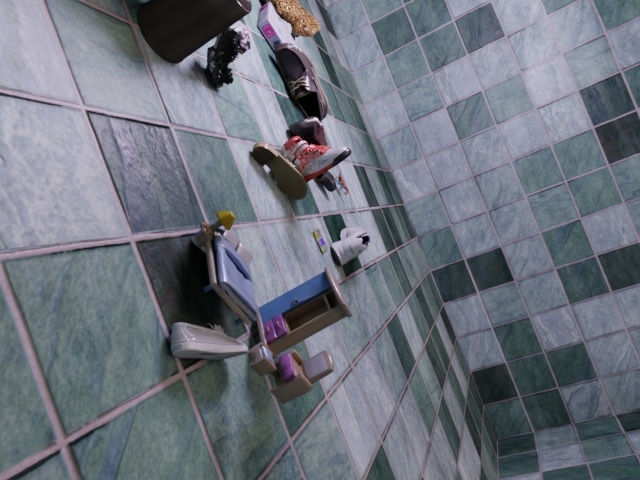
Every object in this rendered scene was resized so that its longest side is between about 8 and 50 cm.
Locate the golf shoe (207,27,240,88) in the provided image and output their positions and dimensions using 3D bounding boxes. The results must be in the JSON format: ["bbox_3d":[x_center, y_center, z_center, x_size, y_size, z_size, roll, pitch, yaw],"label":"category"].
[{"bbox_3d":[-0.273,-0.504,1.316,0.077,0.198,0.093,-24,76,-30],"label":"golf shoe"}]

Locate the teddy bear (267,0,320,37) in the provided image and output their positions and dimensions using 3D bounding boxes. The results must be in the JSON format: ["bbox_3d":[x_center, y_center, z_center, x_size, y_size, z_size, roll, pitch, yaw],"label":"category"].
[{"bbox_3d":[-0.157,-1.009,2.130,0.338,0.113,0.245,35,10,-40],"label":"teddy bear"}]

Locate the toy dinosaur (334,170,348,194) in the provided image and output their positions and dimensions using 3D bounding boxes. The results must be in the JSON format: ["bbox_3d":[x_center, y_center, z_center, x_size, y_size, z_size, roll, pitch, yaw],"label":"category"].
[{"bbox_3d":[0.093,-0.235,2.081,0.082,0.090,0.047,34,43,-3],"label":"toy dinosaur"}]

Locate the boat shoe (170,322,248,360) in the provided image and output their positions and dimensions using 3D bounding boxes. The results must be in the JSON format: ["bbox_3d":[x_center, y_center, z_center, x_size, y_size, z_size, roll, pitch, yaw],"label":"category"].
[{"bbox_3d":[-0.203,0.184,0.905,0.184,0.066,0.063,19,52,-52],"label":"boat shoe"}]

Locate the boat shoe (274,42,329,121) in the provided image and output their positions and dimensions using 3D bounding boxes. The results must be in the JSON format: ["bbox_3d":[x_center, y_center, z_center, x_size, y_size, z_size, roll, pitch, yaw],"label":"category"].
[{"bbox_3d":[-0.066,-0.629,1.985,0.355,0.133,0.130,51,26,-36],"label":"boat shoe"}]

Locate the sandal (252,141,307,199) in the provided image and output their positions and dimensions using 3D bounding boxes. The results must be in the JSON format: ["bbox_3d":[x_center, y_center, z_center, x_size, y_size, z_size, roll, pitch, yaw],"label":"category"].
[{"bbox_3d":[-0.116,-0.230,1.509,0.240,0.088,0.079,44,34,-37],"label":"sandal"}]

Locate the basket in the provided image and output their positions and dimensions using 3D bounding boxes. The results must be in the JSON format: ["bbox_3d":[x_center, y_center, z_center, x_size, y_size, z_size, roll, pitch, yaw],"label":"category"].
[{"bbox_3d":[-0.294,-0.556,1.185,0.154,0.227,0.204,58,22,-27],"label":"basket"}]

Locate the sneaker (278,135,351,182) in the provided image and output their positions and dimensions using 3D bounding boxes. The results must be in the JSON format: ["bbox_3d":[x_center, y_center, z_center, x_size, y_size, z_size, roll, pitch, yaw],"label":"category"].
[{"bbox_3d":[-0.034,-0.269,1.528,0.090,0.270,0.144,-38,100,-42],"label":"sneaker"}]

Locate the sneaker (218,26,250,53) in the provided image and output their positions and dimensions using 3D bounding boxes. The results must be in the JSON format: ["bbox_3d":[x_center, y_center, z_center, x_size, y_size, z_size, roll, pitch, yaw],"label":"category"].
[{"bbox_3d":[-0.264,-0.646,1.591,0.178,0.072,0.077,-54,130,-60],"label":"sneaker"}]

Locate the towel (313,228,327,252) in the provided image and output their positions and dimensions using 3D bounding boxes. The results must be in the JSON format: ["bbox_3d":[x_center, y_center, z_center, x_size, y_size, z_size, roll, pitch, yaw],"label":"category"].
[{"bbox_3d":[0.000,0.000,1.677,0.083,0.010,0.060,67,19,-2],"label":"towel"}]

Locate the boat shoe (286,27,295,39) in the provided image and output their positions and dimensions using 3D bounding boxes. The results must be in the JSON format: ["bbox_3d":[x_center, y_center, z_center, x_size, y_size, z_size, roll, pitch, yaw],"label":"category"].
[{"bbox_3d":[-0.135,-0.910,2.219,0.050,0.045,0.135,12,58,-67],"label":"boat shoe"}]

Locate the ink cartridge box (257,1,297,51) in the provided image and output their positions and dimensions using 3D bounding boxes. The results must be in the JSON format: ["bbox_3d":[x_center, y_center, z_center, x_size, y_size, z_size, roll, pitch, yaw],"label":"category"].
[{"bbox_3d":[-0.151,-0.820,2.066,0.311,0.065,0.185,48,27,-38],"label":"ink cartridge box"}]

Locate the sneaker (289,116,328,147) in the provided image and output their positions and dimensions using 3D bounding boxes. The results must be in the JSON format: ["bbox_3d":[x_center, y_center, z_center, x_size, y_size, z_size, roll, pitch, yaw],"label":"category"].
[{"bbox_3d":[-0.021,-0.375,1.879,0.162,0.107,0.281,71,19,-2],"label":"sneaker"}]

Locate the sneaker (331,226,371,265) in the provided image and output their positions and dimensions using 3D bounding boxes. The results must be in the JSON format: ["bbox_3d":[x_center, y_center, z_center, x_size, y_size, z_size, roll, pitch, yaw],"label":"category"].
[{"bbox_3d":[0.137,0.008,1.846,0.110,0.129,0.297,62,19,-11],"label":"sneaker"}]

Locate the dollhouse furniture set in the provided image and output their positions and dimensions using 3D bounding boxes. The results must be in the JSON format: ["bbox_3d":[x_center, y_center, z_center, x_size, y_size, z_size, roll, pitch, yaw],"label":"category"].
[{"bbox_3d":[-0.088,0.094,0.969,0.303,0.198,0.286,57,4,-35],"label":"dollhouse furniture set"}]

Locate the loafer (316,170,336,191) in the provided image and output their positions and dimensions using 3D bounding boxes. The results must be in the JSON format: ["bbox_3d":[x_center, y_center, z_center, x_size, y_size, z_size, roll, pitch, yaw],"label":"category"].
[{"bbox_3d":[0.002,-0.248,1.887,0.170,0.062,0.061,53,47,-28],"label":"loafer"}]
